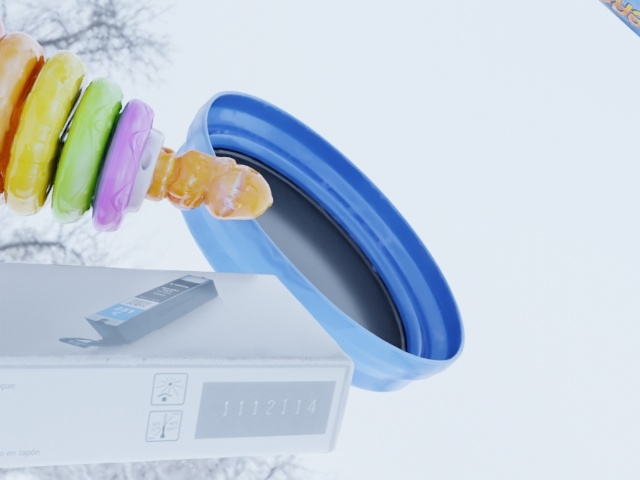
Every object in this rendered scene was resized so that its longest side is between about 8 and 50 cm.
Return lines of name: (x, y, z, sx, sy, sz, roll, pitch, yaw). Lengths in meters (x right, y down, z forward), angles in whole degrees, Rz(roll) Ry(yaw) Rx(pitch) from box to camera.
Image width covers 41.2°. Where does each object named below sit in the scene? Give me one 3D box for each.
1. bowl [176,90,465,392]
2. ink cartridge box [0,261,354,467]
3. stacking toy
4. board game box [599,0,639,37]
bowl: (0.000, 0.000, 0.945, 0.391, 0.077, 0.391, 39, 21, -19)
ink cartridge box: (-0.167, 0.046, 0.523, 0.261, 0.297, 0.066, -141, -121, -61)
stacking toy: (-0.181, -0.071, 0.645, 0.302, 0.165, 0.175, 18, 14, -12)
board game box: (0.238, -0.210, 0.569, 0.201, 0.136, 0.035, 44, -7, 3)
